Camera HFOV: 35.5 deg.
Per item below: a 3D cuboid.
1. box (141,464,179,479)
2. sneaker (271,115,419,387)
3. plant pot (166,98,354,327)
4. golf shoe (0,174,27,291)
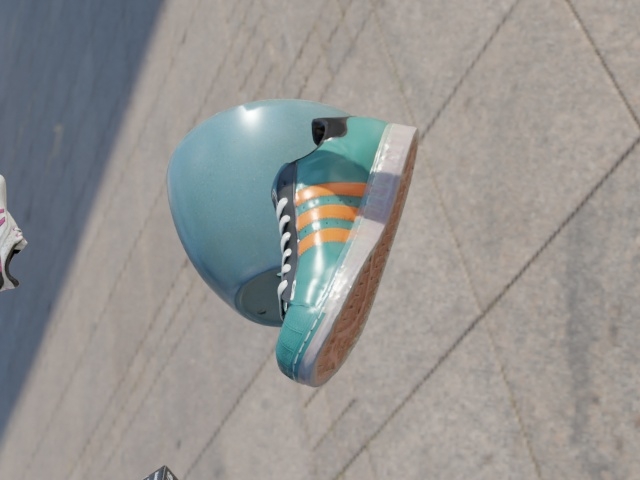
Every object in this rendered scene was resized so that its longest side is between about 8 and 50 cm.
[{"bbox_3d":[-0.292,0.445,1.464,0.175,0.051,0.220,-35,16,7],"label":"box"},{"bbox_3d":[0.000,0.000,0.939,0.108,0.121,0.302,88,-160,-50],"label":"sneaker"},{"bbox_3d":[-0.048,-0.006,1.262,0.290,0.290,0.196,-53,34,44],"label":"plant pot"},{"bbox_3d":[-0.486,-0.011,1.510,0.067,0.085,0.186,132,140,-69],"label":"golf shoe"}]
